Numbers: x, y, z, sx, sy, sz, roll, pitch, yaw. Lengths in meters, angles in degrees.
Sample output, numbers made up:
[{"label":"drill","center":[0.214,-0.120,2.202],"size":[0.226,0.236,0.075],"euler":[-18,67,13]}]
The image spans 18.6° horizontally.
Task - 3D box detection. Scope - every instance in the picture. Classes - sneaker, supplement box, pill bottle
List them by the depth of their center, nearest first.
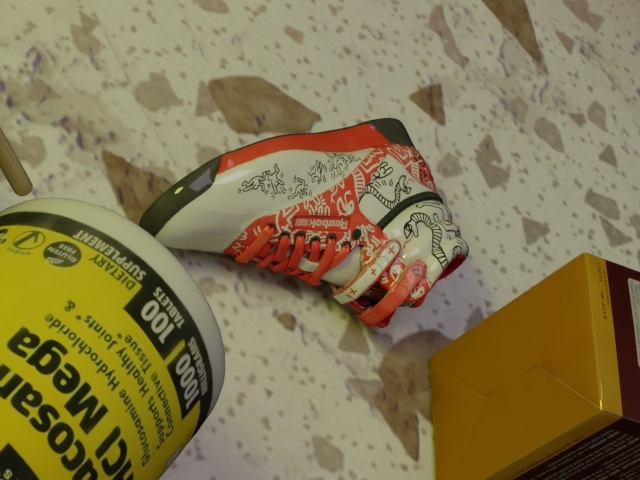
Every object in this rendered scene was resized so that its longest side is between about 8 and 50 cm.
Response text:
[{"label":"pill bottle","center":[-0.210,0.135,1.122],"size":[0.188,0.188,0.334],"euler":[45,45,-6]},{"label":"sneaker","center":[0.001,-0.001,1.446],"size":[0.270,0.090,0.145],"euler":[-17,72,-46]},{"label":"supplement box","center":[0.216,0.130,1.462],"size":[0.194,0.191,0.129],"euler":[19,53,-28]}]

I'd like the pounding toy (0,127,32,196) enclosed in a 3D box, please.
[{"label":"pounding toy","center":[-0.268,-0.069,1.184],"size":[0.181,0.206,0.094],"euler":[48,63,-4]}]
